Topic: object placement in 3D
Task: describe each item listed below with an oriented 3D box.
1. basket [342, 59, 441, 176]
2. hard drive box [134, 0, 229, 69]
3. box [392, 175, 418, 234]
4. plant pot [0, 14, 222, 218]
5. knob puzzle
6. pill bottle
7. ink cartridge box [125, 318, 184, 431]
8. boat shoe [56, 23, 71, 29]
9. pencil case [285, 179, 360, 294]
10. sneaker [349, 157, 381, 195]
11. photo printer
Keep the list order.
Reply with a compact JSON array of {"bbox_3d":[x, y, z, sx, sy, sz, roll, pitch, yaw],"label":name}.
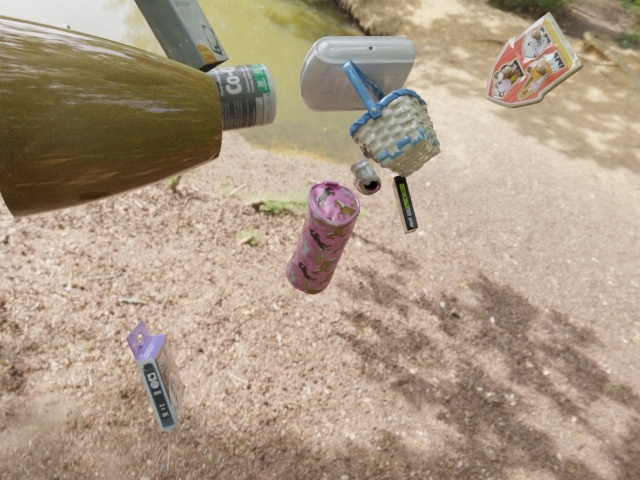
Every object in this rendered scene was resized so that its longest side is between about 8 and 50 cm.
[{"bbox_3d":[0.175,-0.323,1.216,0.255,0.201,0.288,6,58,-60],"label":"basket"},{"bbox_3d":[-0.371,-0.572,1.245,0.232,0.089,0.181,60,21,-19],"label":"hard drive box"},{"bbox_3d":[0.285,-0.118,1.561,0.045,0.191,0.184,-16,86,6],"label":"box"},{"bbox_3d":[-0.268,-0.160,0.603,0.255,0.237,0.237,-8,48,-25],"label":"plant pot"},{"bbox_3d":[0.440,-0.377,1.006,0.030,0.213,0.213,14,37,-37],"label":"knob puzzle"},{"bbox_3d":[-0.340,-0.451,1.486,0.362,0.204,0.204,-14,51,-20],"label":"pill bottle"},{"bbox_3d":[-0.353,0.278,1.005,0.045,0.206,0.208,-20,96,-12],"label":"ink cartridge box"},{"bbox_3d":[-0.856,-0.607,1.459,0.096,0.277,0.098,11,77,-34],"label":"boat shoe"},{"bbox_3d":[0.000,0.000,1.374,0.167,0.386,0.160,43,54,17],"label":"pencil case"},{"bbox_3d":[0.187,-0.224,1.827,0.111,0.103,0.252,63,7,20],"label":"sneaker"},{"bbox_3d":[0.092,-0.484,1.358,0.308,0.256,0.106,-6,73,-11],"label":"photo printer"}]
